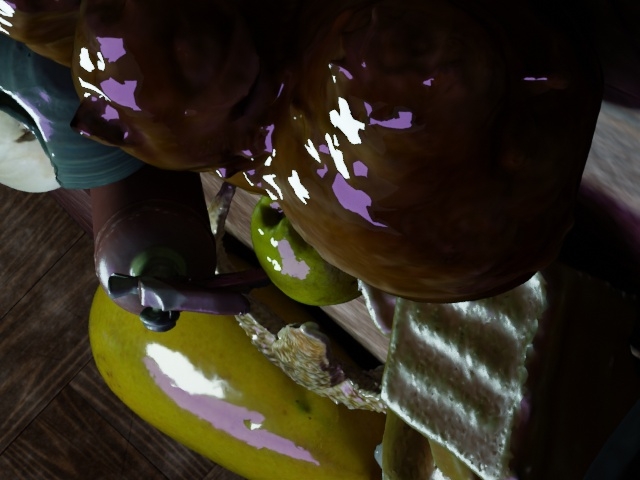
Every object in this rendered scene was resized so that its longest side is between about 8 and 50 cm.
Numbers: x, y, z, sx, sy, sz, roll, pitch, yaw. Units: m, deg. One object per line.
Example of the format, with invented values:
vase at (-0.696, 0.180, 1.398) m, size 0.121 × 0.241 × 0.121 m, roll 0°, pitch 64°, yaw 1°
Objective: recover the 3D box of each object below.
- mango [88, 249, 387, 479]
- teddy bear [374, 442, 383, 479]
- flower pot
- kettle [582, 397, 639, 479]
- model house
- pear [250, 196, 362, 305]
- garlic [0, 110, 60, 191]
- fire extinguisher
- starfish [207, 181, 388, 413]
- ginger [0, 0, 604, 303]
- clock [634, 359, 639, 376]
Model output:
mango at (-0.088, 0.165, 2.252) m, size 0.446 × 0.232 × 0.300 m, roll 31°, pitch 162°, yaw 24°
teddy bear at (0.182, 0.280, 1.834) m, size 0.267 × 0.151 × 0.236 m, roll 32°, pitch 163°, yaw 47°
flower pot at (-0.205, -0.140, 1.553) m, size 0.189 × 0.157 × 0.243 m, roll 43°, pitch 170°, yaw -7°
kettle at (0.284, 0.169, 0.792) m, size 0.324 × 0.228 × 0.321 m, roll 41°, pitch -162°, yaw -11°
model house at (0.092, 0.065, 1.154) m, size 0.268 × 0.173 × 0.239 m, roll 32°, pitch 155°, yaw 42°
pear at (0.000, 0.000, 1.497) m, size 0.107 × 0.107 × 0.131 m, roll 34°, pitch 175°, yaw 46°
garlic at (-0.306, -0.183, 1.784) m, size 0.281 × 0.185 × 0.203 m, roll 62°, pitch 146°, yaw 8°
fire extinguisher at (-0.127, -0.012, 1.620) m, size 0.337 × 0.147 × 0.106 m, roll -110°, pitch 13°, yaw -62°
starfish at (0.034, 0.094, 1.757) m, size 0.398 × 0.132 × 0.384 m, roll 44°, pitch 167°, yaw -25°
ginger at (-0.004, -0.082, 0.852) m, size 0.274 × 0.152 × 0.357 m, roll 27°, pitch -177°, yaw -33°
clock at (0.255, 0.186, 1.358) m, size 0.319 × 0.066 × 0.319 m, roll 42°, pitch 171°, yaw 9°
